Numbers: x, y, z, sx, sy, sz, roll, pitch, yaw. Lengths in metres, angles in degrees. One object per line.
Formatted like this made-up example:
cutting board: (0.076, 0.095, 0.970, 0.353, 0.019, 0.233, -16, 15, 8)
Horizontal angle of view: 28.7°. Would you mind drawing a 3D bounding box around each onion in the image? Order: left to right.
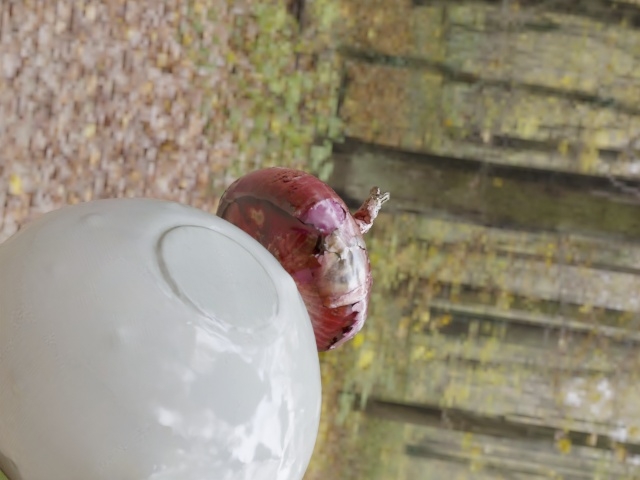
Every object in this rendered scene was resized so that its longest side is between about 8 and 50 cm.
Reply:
onion: (0.000, 0.000, 0.964, 0.140, 0.150, 0.150, -34, 142, -35)

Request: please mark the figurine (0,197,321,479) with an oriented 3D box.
figurine: (-0.189, 0.122, 0.707, 0.394, 0.274, 0.227, -45, -166, 30)
